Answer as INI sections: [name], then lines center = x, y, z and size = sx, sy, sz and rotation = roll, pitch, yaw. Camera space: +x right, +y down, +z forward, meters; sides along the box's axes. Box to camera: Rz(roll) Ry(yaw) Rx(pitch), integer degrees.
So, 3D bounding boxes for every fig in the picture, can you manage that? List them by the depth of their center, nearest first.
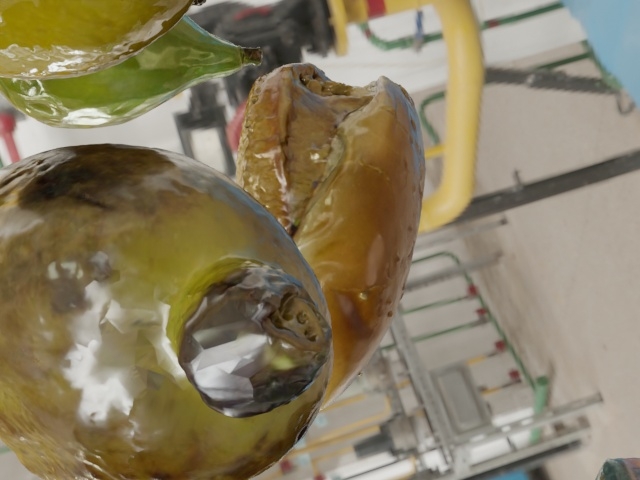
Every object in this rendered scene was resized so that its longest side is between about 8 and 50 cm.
[fig]
center = -0.241, -0.245, 1.238
size = 0.233, 0.314, 0.233
rotation = -4, -90, -81

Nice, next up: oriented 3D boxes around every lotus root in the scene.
[lotus root]
center = -0.088, 0.037, 0.497
size = 0.314, 0.141, 0.169
rotation = -1, 129, 51

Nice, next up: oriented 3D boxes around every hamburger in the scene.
[hamburger]
center = 0.000, 0.000, 0.982
size = 0.290, 0.170, 0.314
rotation = -60, -17, -67

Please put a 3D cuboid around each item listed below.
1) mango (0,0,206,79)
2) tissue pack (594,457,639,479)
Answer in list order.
[mango]
center = -0.210, -0.191, 0.543
size = 0.142, 0.332, 0.195
rotation = -87, 19, -57
[tissue pack]
center = 0.263, 0.347, 0.792
size = 0.315, 0.103, 0.227
rotation = -101, 15, -53
